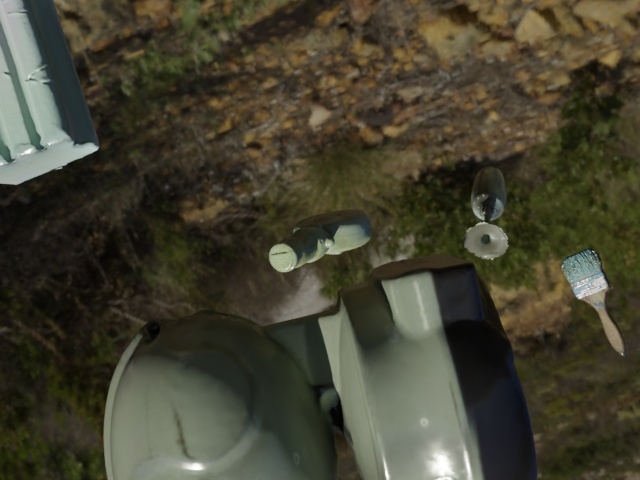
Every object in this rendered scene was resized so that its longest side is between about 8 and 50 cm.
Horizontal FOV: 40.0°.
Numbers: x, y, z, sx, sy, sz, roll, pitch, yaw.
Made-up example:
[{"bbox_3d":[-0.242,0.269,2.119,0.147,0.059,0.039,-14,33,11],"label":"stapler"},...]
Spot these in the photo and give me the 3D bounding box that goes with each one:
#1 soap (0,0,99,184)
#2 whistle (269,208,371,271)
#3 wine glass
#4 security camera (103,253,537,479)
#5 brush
[{"bbox_3d":[-0.416,-0.227,1.140,0.173,0.289,0.095,-20,175,14],"label":"soap"},{"bbox_3d":[0.000,0.000,1.361,0.126,0.067,0.258,-6,-171,26],"label":"whistle"},{"bbox_3d":[0.286,-0.057,1.498,0.074,0.074,0.262,-18,-157,21],"label":"wine glass"},{"bbox_3d":[-0.012,0.126,0.604,0.277,0.191,0.197,-11,-178,-1],"label":"security camera"},{"bbox_3d":[0.484,0.111,1.520,0.070,0.196,0.021,-26,176,27],"label":"brush"}]
